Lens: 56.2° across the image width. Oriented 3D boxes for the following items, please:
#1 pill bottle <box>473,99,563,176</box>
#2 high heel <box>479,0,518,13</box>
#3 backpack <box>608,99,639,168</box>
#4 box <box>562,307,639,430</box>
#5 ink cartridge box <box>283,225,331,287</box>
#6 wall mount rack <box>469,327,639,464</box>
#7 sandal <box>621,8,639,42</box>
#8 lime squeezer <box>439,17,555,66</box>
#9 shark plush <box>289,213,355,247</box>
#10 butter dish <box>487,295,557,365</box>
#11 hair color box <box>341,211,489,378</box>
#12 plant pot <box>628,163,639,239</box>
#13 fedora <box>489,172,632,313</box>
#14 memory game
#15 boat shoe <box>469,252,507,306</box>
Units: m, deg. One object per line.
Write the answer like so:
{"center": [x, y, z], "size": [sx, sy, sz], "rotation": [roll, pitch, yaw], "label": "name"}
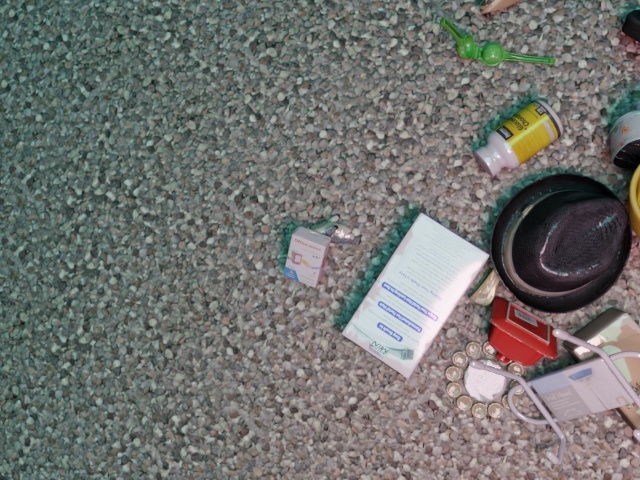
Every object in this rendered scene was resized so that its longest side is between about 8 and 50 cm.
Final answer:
{"center": [0.449, -0.229, 1.371], "size": [0.184, 0.103, 0.103], "rotation": [-36, 82, 6], "label": "pill bottle"}
{"center": [0.442, -0.667, 1.410], "size": [0.261, 0.093, 0.186], "rotation": [-39, 70, 9], "label": "high heel"}
{"center": [0.725, -0.227, 1.292], "size": [0.188, 0.166, 0.144], "rotation": [-7, 71, 8], "label": "backpack"}
{"center": [0.691, 0.312, 1.295], "size": [0.148, 0.121, 0.311], "rotation": [-40, 82, 7], "label": "box"}
{"center": [-0.033, 0.039, 1.447], "size": [0.088, 0.052, 0.122], "rotation": [20, 120, 11], "label": "ink cartridge box"}
{"center": [0.494, 0.301, 1.226], "size": [0.304, 0.130, 0.350], "rotation": [52, 131, -3], "label": "wall mount rack"}
{"center": [0.795, -0.348, 1.226], "size": [0.167, 0.107, 0.446], "rotation": [-8, 42, -13], "label": "sandal"}
{"center": [0.392, -0.454, 1.398], "size": [0.310, 0.110, 0.059], "rotation": [12, 71, -19], "label": "lime squeezer"}
{"center": [0.000, 0.000, 1.471], "size": [0.161, 0.073, 0.067], "rotation": [-24, 114, 4], "label": "shark plush"}
{"center": [0.436, 0.225, 1.347], "size": [0.160, 0.160, 0.118], "rotation": [30, 116, 10], "label": "butter dish"}
{"center": [0.219, 0.126, 1.397], "size": [0.185, 0.110, 0.339], "rotation": [34, 92, 9], "label": "hair color box"}
{"center": [0.760, -0.040, 1.215], "size": [0.254, 0.239, 0.254], "rotation": [-10, 59, 18], "label": "plant pot"}
{"center": [0.544, 0.001, 1.292], "size": [0.334, 0.152, 0.334], "rotation": [0, 86, -2], "label": "fedora"}
{"center": [0.386, 0.326, 1.406], "size": [0.186, 0.012, 0.186], "rotation": [0, 87, 10], "label": "memory game"}
{"center": [0.397, 0.078, 1.394], "size": [0.048, 0.056, 0.153], "rotation": [22, 99, 6], "label": "boat shoe"}
